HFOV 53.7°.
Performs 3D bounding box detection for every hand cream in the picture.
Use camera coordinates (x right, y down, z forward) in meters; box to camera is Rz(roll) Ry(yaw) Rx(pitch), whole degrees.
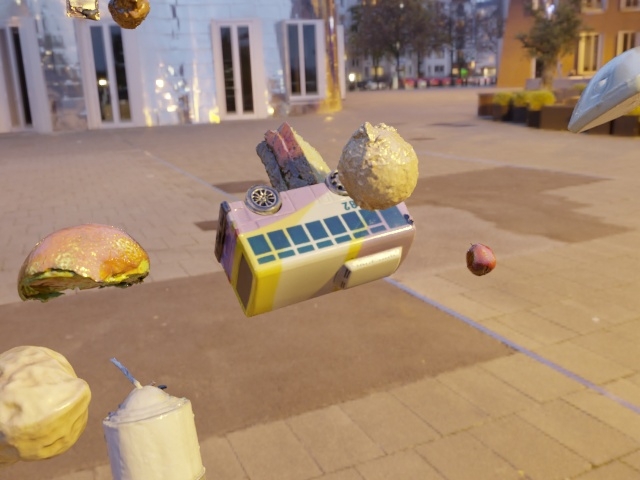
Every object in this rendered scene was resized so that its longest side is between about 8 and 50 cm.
[{"bbox_3d":[-0.451,-0.505,1.202,0.062,0.163,0.039,-2,15,-36],"label":"hand cream"}]

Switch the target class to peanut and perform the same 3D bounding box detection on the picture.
[{"bbox_3d":[-0.381,0.208,0.764,0.325,0.140,0.153,-21,-2,44],"label":"peanut"}]

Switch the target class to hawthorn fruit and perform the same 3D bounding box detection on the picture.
[{"bbox_3d":[0.377,0.046,1.487,0.077,0.077,0.077,-2,14,1],"label":"hawthorn fruit"}]

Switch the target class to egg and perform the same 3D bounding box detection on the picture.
[{"bbox_3d":[0.083,-0.103,0.914,0.116,0.118,0.140,-13,-27,8],"label":"egg"}]

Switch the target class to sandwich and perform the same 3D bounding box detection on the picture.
[{"bbox_3d":[-0.028,-0.152,1.799,0.325,0.131,0.262,36,22,-52],"label":"sandwich"}]

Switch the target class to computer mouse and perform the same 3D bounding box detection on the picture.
[{"bbox_3d":[0.428,-0.222,0.903,0.231,0.079,0.128,-25,-12,-46],"label":"computer mouse"}]

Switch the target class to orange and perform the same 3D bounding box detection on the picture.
[{"bbox_3d":[-0.617,0.063,1.636,0.263,0.196,0.335,-34,-10,37],"label":"orange"}]

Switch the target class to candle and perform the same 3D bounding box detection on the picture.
[{"bbox_3d":[-0.347,0.393,1.284,0.188,0.330,0.187,-11,0,0],"label":"candle"}]

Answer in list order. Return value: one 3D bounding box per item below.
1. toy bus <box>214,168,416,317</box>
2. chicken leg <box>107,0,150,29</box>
[{"bbox_3d":[0.000,0.000,1.479,0.440,0.209,0.249,-15,58,-25],"label":"toy bus"},{"bbox_3d":[-0.229,-0.357,0.792,0.107,0.087,0.251,-42,-2,-29],"label":"chicken leg"}]
